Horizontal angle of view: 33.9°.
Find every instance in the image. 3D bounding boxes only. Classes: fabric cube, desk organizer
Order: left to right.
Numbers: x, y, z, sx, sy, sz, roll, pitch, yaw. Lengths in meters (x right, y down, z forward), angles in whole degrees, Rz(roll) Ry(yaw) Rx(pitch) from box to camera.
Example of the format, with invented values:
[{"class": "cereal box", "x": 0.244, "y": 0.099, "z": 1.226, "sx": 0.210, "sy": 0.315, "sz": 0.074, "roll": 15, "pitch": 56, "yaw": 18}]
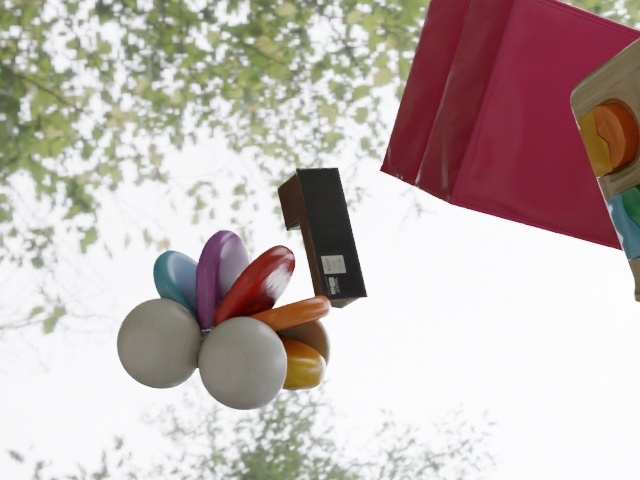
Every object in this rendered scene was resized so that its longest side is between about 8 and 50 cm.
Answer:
[{"class": "desk organizer", "x": 0.000, "y": 0.000, "z": 0.992, "sx": 0.050, "sy": 0.047, "sz": 0.130, "roll": -35, "pitch": -117, "yaw": 57}, {"class": "fabric cube", "x": 0.261, "y": -0.161, "z": 1.336, "sx": 0.259, "sy": 0.254, "sz": 0.258, "roll": -142, "pitch": -113, "yaw": -68}]

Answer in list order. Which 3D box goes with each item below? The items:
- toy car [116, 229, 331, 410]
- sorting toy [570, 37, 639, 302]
[{"class": "toy car", "x": -0.076, "y": 0.061, "z": 0.898, "sx": 0.182, "sy": 0.159, "sz": 0.136, "roll": 11, "pitch": -84, "yaw": 19}, {"class": "sorting toy", "x": 0.275, "y": -0.065, "z": 0.841, "sx": 0.193, "sy": 0.038, "sz": 0.208, "roll": 142, "pitch": -63, "yaw": -68}]
